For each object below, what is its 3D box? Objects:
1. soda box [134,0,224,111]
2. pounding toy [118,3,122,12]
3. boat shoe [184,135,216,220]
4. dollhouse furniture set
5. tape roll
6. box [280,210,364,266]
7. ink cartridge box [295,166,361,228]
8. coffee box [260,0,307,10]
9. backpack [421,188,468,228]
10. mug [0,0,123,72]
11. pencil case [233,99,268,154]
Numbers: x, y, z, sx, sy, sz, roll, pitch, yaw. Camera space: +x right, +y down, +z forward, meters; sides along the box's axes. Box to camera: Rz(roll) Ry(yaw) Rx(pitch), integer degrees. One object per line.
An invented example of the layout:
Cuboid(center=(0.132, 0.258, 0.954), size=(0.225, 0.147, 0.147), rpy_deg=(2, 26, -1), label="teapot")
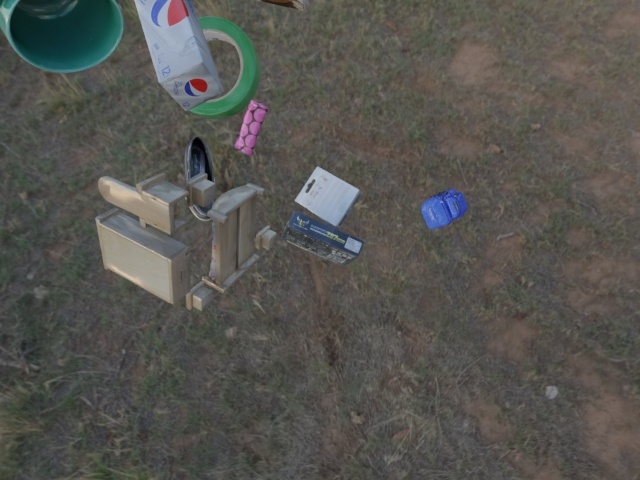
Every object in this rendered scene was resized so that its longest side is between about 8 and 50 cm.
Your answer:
Cuboid(center=(-0.283, -0.404, 0.853), size=(0.091, 0.098, 0.286), rpy_deg=(-23, 70, 6), label="soda box")
Cuboid(center=(-0.524, -0.495, 0.950), size=(0.206, 0.094, 0.181), rpy_deg=(23, 54, 0), label="pounding toy")
Cuboid(center=(-0.460, -0.241, 1.662), size=(0.112, 0.095, 0.335), rpy_deg=(-4, 68, -24), label="boat shoe")
Cuboid(center=(-0.240, -0.057, 0.882), size=(0.173, 0.303, 0.355), rpy_deg=(24, 38, 17), label="dollhouse furniture set")
Cuboid(center=(-0.368, -0.582, 1.491), size=(0.321, 0.077, 0.321), rpy_deg=(0, 94, 6), label="tape roll")
Cuboid(center=(0.000, 0.000, 1.359), size=(0.232, 0.183, 0.059), rpy_deg=(24, 73, -5), label="box")
Cuboid(center=(0.025, -0.143, 1.460), size=(0.179, 0.045, 0.145), rpy_deg=(33, 90, 25), label="ink cartridge box")
Cuboid(center=(-0.174, -0.745, 1.162), size=(0.297, 0.168, 0.119), rpy_deg=(15, 77, 3), label="coffee box")
Cuboid(center=(0.358, -0.094, 1.276), size=(0.120, 0.101, 0.098), rpy_deg=(-25, 90, -32), label="backpack")
Cuboid(center=(-0.319, -0.287, 0.509), size=(0.129, 0.158, 0.097), rpy_deg=(-32, 78, -9), label="mug")
Cuboid(center=(-0.274, -0.451, 1.744), size=(0.095, 0.098, 0.209), rpy_deg=(28, 110, 6), label="pencil case")
